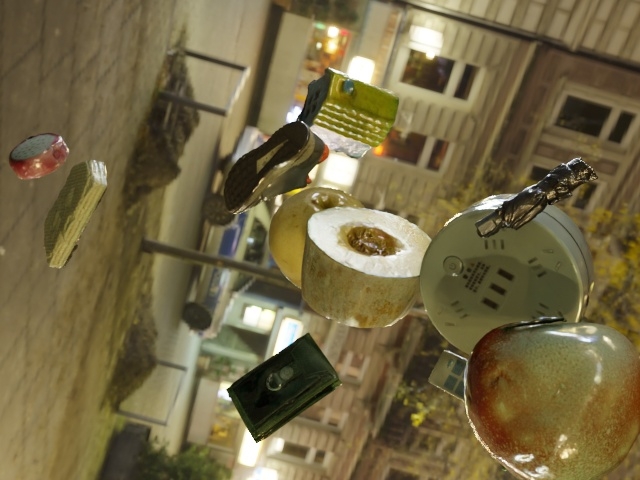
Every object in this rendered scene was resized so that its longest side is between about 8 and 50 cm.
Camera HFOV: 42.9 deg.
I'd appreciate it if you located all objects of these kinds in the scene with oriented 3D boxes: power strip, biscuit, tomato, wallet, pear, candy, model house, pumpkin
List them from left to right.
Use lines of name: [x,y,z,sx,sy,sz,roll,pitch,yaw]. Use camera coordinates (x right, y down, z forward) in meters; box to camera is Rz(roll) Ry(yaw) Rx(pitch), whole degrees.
candy: [-0.500,-0.151,1.444,0.103,0.103,0.043,-78,154,-49]
biscuit: [-0.530,-0.073,1.747,0.252,0.052,0.150,-51,-141,28]
wallet: [-0.087,0.327,1.841,0.160,0.236,0.055,52,-7,37]
pear: [0.000,0.000,2.319,0.309,0.309,0.309,-165,-90,-87]
model house: [0.085,-0.400,2.486,0.303,0.237,0.215,166,-60,-70]
pumpkin: [0.107,0.071,1.977,0.332,0.333,0.199,-79,-178,-59]
power strip: [0.303,0.293,1.711,0.192,0.035,0.081,21,-98,59]
power strip: [0.395,0.084,1.685,0.161,0.358,0.357,-31,141,-60]
tomato: [0.383,0.254,1.361,0.239,0.304,0.303,64,36,-59]

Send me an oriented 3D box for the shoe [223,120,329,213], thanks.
shoe: [-0.106,-0.177,2.159,0.336,0.171,0.132,-37,-123,28]

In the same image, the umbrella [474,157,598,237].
umbrella: [0.389,-0.073,1.490,0.236,0.059,0.066,-32,-173,6]
